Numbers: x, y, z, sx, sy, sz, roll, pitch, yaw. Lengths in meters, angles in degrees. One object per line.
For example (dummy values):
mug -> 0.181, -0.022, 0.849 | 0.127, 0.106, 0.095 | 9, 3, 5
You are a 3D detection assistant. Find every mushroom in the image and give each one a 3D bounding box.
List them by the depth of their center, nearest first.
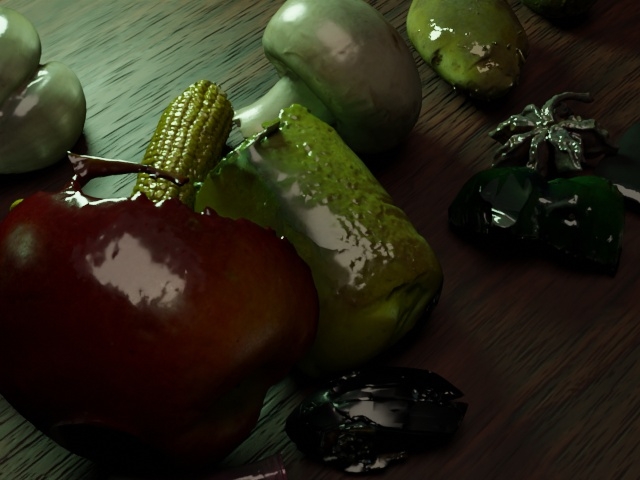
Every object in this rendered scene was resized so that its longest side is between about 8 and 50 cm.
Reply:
mushroom -> 0.005, -0.237, 1.699 | 0.290, 0.297, 0.297 | -45, 56, -2

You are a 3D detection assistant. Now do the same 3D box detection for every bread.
bread -> 0.000, 0.000, 1.488 | 0.251, 0.208, 0.376 | -26, 64, -18

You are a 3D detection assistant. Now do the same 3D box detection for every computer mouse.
computer mouse -> 0.071, 0.219, 1.379 | 0.242, 0.077, 0.146 | -8, 49, -6

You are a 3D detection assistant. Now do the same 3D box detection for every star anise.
star anise -> 0.375, -0.174, 1.730 | 0.209, 0.089, 0.231 | 1, 45, 13

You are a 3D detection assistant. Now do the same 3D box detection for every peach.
peach -> -0.216, 0.106, 1.268 | 0.406, 0.335, 0.310 | 17, 61, 4

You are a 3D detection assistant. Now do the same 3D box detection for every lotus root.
lotus root -> 0.423, -0.525, 2.020 | 0.152, 0.160, 0.275 | -9, 46, -21

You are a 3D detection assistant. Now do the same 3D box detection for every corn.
corn -> -0.218, -0.135, 1.695 | 0.119, 0.119, 0.322 | 9, 47, 10

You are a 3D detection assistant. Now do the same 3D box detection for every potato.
potato -> 0.261, -0.357, 1.878 | 0.192, 0.141, 0.296 | -14, 50, -8

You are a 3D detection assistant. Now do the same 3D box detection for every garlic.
garlic -> -0.521, -0.249, 1.802 | 0.246, 0.231, 0.340 | -53, 33, 12

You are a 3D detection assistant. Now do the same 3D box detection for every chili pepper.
chili pepper -> 0.321, -0.050, 1.593 | 0.264, 0.116, 0.148 | 11, 69, 16

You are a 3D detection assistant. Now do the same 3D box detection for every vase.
vase -> -0.147, 0.307, 1.303 | 0.214, 0.086, 0.086 | -8, 47, -12

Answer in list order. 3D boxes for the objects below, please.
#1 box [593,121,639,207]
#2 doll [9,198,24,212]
box -> 0.556, -0.111, 1.701 | 0.201, 0.042, 0.212 | 26, 52, 24
doll -> -0.349, 0.056, 1.493 | 0.311, 0.159, 0.242 | 28, 50, 13
